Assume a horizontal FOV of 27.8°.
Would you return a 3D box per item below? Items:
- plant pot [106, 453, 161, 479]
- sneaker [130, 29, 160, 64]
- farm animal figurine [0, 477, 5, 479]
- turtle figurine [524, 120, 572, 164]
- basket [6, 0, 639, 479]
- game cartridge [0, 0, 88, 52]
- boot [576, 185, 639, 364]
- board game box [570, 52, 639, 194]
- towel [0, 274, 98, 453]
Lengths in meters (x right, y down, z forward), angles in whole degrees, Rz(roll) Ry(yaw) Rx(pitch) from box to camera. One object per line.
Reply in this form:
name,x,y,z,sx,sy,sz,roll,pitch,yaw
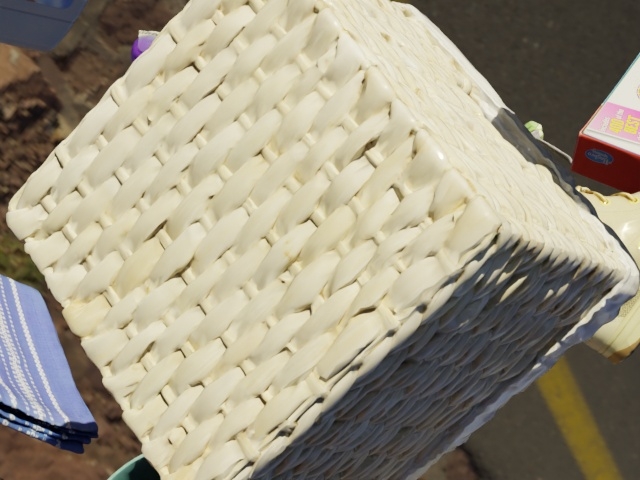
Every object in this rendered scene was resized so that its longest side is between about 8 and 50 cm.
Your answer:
plant pot,-0.115,0.408,1.529,0.293,0.293,0.235,-54,148,-3
sneaker,-0.137,-0.096,1.356,0.293,0.102,0.146,64,44,-62
farm animal figurine,-0.446,0.384,1.595,0.327,0.330,0.172,39,107,-25
turtle figurine,0.254,-0.131,2.063,0.197,0.266,0.275,-53,174,18
basket,0.000,0.000,0.993,0.331,0.328,0.266,-43,154,16
game cartridge,-0.336,-0.342,1.438,0.198,0.062,0.297,12,132,-21
boot,0.278,-0.039,1.268,0.262,0.203,0.095,-57,172,-2
board game box,0.512,-0.116,1.641,0.242,0.317,0.064,-47,153,-41
towel,-0.364,0.069,1.273,0.040,0.243,0.336,-40,139,11
